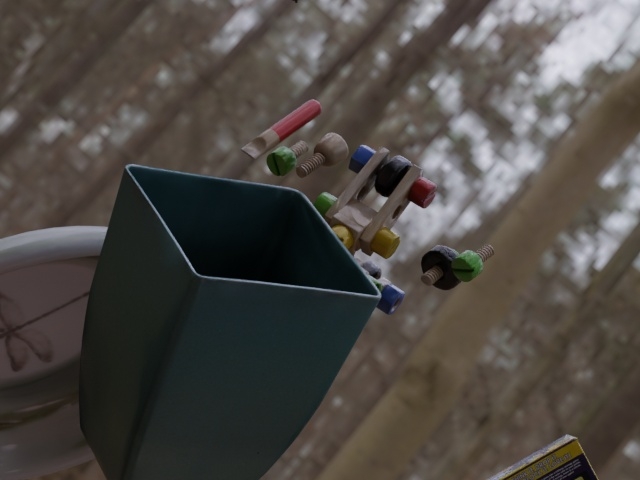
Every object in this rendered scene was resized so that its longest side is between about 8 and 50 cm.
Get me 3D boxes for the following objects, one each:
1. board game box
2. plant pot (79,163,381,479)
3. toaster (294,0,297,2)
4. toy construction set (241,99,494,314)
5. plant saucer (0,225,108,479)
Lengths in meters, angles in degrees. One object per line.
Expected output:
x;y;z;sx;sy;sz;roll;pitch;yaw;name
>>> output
0.253;0.329;2.320;0.141;0.170;0.048;62;-6;-2;board game box
-0.094;0.090;1.583;0.165;0.234;0.165;7;27;-32;plant pot
-0.044;-0.377;2.077;0.146;0.129;0.227;40;-43;53;toaster
0.000;0.000;2.510;0.309;0.237;0.257;53;-39;1;toy construction set
-0.285;0.093;1.940;0.400;0.400;0.100;66;1;-58;plant saucer
